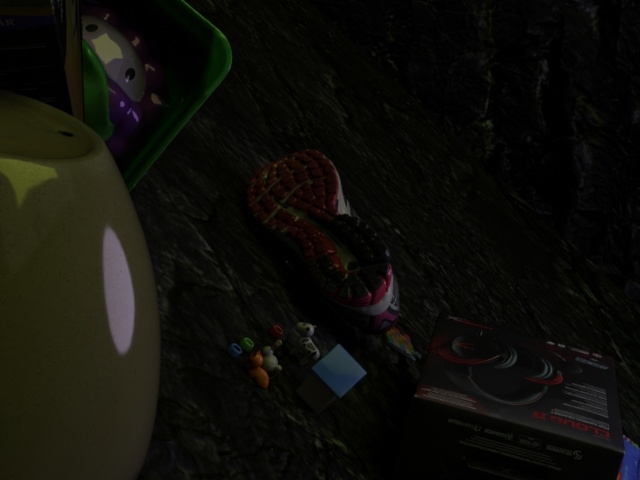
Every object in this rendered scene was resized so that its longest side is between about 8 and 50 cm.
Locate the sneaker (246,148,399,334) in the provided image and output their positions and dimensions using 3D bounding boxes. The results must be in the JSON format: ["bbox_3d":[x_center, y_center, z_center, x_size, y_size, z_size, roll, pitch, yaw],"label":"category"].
[{"bbox_3d":[0.000,0.000,1.444,0.299,0.121,0.112,59,-4,42],"label":"sneaker"}]

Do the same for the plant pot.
[{"bbox_3d":[-0.215,0.014,0.696,0.284,0.191,0.284,18,18,-6],"label":"plant pot"}]

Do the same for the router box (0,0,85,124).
[{"bbox_3d":[-0.218,-0.223,0.823,0.243,0.081,0.309,104,-20,-67],"label":"router box"}]

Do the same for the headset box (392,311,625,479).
[{"bbox_3d":[0.206,0.197,1.265,0.218,0.110,0.293,14,18,8],"label":"headset box"}]

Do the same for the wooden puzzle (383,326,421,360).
[{"bbox_3d":[0.099,0.127,1.492,0.083,0.006,0.049,33,21,-26],"label":"wooden puzzle"}]

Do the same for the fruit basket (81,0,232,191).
[{"bbox_3d":[-0.295,-0.180,1.037,0.392,0.283,0.392,40,1,-1],"label":"fruit basket"}]

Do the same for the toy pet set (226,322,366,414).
[{"bbox_3d":[-0.016,0.118,1.195,0.114,0.065,0.122,45,20,9],"label":"toy pet set"}]

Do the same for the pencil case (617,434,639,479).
[{"bbox_3d":[0.318,0.318,1.311,0.119,0.133,0.306,60,18,-7],"label":"pencil case"}]
